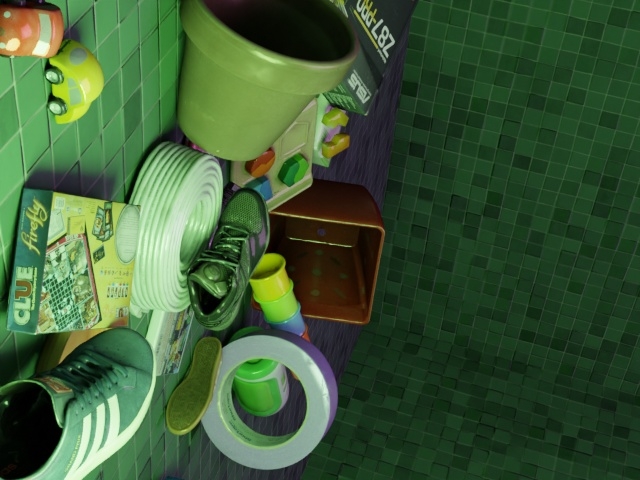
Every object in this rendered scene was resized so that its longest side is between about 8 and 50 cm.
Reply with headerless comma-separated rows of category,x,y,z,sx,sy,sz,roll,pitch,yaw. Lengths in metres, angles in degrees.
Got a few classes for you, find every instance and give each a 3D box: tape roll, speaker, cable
tape roll,-0.107,0.322,2.296,0.090,0.274,0.275,-17,121,-78
speaker,-0.139,0.297,2.503,0.296,0.131,0.131,85,22,-63
cable,-0.223,-0.018,1.693,0.257,0.089,0.257,79,27,-68

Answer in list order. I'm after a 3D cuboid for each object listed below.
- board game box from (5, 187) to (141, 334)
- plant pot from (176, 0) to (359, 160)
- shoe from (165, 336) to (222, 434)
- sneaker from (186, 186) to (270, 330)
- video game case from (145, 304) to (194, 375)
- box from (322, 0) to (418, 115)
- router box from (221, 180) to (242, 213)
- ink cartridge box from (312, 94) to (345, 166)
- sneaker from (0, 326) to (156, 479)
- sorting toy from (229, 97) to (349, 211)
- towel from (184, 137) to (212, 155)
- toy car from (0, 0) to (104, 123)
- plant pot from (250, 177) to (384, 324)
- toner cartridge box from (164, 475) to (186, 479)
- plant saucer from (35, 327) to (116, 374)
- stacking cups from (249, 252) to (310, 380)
board game box,-0.297,0.027,1.380,0.243,0.042,0.165,10,86,-75
plant pot,-0.106,-0.249,1.661,0.229,0.263,0.263,-61,180,37
shoe,-0.231,0.283,2.129,0.058,0.076,0.219,86,19,-47
sneaker,-0.139,0.023,1.711,0.130,0.087,0.228,77,33,-81
video game case,-0.255,0.133,1.937,0.183,0.023,0.201,25,79,-80
box,0.046,-0.469,2.122,0.318,0.097,0.395,-64,150,-13
router box,-0.182,-0.033,1.889,0.122,0.038,0.092,-41,-161,44
ink cartridge box,-0.007,-0.313,2.364,0.198,0.114,0.273,43,63,-79
sneaker,-0.296,0.189,1.289,0.350,0.131,0.148,-55,160,-49
sorting toy,-0.050,-0.169,2.166,0.307,0.041,0.229,-33,146,-29
towel,-0.174,-0.236,1.835,0.144,0.029,0.197,-6,110,-77
toy car,-0.263,-0.259,1.230,0.239,0.053,0.225,71,36,-73
plant pot,0.000,0.000,2.528,0.236,0.267,0.267,-81,179,-56
toner cartridge box,-0.303,0.564,1.991,0.348,0.075,0.165,-46,146,-76
plant saucer,-0.334,0.167,1.515,0.200,0.037,0.200,16,90,-79
stacking cups,-0.080,0.181,2.458,0.096,0.096,0.316,-63,144,-49
